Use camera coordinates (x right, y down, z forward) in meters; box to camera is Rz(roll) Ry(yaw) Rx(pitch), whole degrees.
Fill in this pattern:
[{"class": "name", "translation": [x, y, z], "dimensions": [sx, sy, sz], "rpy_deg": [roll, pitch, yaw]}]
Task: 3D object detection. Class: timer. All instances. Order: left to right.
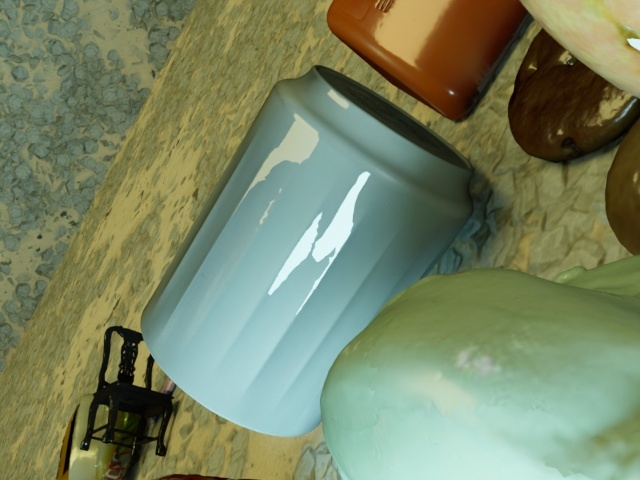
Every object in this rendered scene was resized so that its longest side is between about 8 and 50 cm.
[{"class": "timer", "translation": [0.160, -0.298, 1.021], "dimensions": [0.257, 0.161, 0.250], "rpy_deg": [-58, 39, 11]}]

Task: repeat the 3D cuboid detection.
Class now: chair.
[{"class": "chair", "translation": [-0.307, 0.238, 1.384], "dimensions": [0.113, 0.106, 0.229], "rpy_deg": [-29, 47, 45]}]

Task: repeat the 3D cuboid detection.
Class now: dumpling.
[{"class": "dumpling", "translation": [0.134, 0.118, 0.547], "dimensions": [0.320, 0.270, 0.212], "rpy_deg": [15, 107, 42]}]

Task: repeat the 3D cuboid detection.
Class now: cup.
[{"class": "cup", "translation": [0.000, 0.000, 0.925], "dimensions": [0.327, 0.236, 0.323], "rpy_deg": [-57, -6, 16]}]

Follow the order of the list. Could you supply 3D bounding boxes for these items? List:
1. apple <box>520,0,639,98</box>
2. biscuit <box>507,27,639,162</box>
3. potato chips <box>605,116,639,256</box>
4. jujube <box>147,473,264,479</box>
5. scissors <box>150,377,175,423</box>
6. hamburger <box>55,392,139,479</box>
[{"class": "apple", "translation": [0.262, -0.258, 0.436], "dimensions": [0.391, 0.391, 0.346], "rpy_deg": [-53, 12, 23]}, {"class": "biscuit", "translation": [0.250, -0.169, 0.780], "dimensions": [0.212, 0.036, 0.212], "rpy_deg": [-46, 28, 33]}, {"class": "potato chips", "translation": [0.282, -0.080, 0.609], "dimensions": [0.201, 0.049, 0.150], "rpy_deg": [-42, 36, 29]}, {"class": "jujube", "translation": [-0.135, 0.337, 0.874], "dimensions": [0.290, 0.197, 0.197], "rpy_deg": [-26, 41, 32]}, {"class": "scissors", "translation": [-0.260, 0.254, 1.421], "dimensions": [0.113, 0.012, 0.039], "rpy_deg": [-60, 24, 7]}, {"class": "hamburger", "translation": [-0.380, 0.358, 1.449], "dimensions": [0.173, 0.116, 0.210], "rpy_deg": [-54, 28, 40]}]
